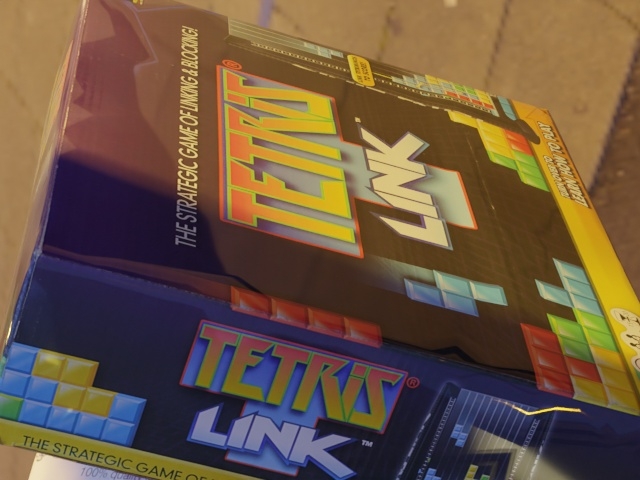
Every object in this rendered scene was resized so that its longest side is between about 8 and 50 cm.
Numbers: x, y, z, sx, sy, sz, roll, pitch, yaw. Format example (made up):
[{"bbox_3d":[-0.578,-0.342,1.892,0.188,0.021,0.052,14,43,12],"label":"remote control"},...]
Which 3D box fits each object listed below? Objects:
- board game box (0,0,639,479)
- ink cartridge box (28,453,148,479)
[{"bbox_3d":[0.000,0.000,0.403,0.170,0.141,0.048,-99,28,-62],"label":"board game box"},{"bbox_3d":[-0.038,0.155,0.827,0.171,0.168,0.232,2,62,24],"label":"ink cartridge box"}]
